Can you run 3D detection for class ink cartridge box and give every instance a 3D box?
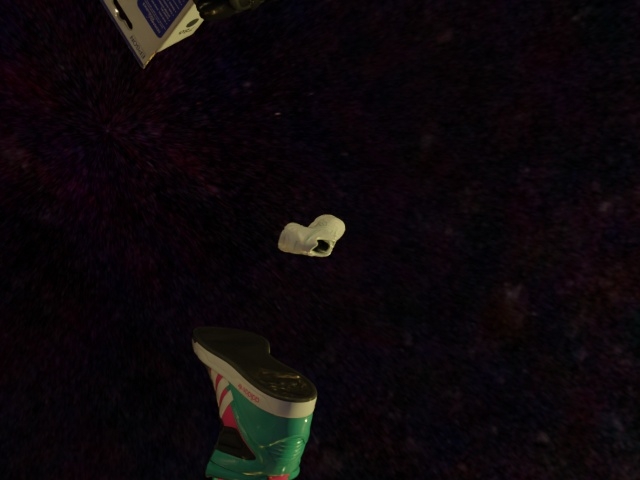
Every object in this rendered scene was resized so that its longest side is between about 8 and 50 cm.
[{"bbox_3d":[-0.196,-0.390,1.436,0.065,0.333,0.165,-29,86,-41],"label":"ink cartridge box"}]

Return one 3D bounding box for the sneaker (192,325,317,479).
[{"bbox_3d":[-0.101,0.231,1.389,0.124,0.295,0.178,5,102,-26],"label":"sneaker"}]

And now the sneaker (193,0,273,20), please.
[{"bbox_3d":[-0.019,-0.190,0.613,0.146,0.293,0.102,-48,67,23],"label":"sneaker"}]

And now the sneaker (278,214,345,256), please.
[{"bbox_3d":[0.000,0.000,1.567,0.061,0.152,0.053,24,111,26],"label":"sneaker"}]
